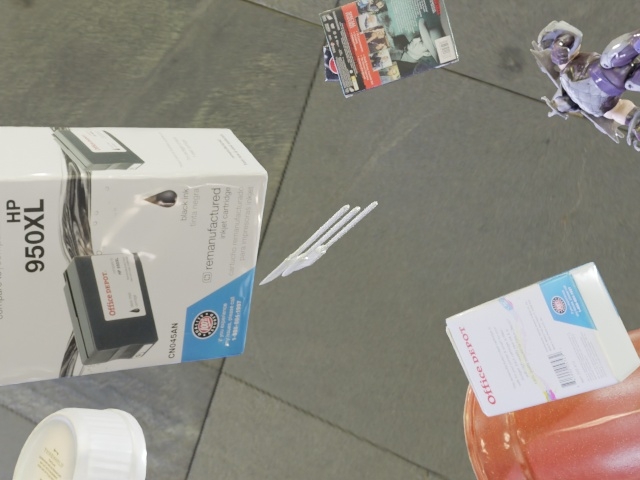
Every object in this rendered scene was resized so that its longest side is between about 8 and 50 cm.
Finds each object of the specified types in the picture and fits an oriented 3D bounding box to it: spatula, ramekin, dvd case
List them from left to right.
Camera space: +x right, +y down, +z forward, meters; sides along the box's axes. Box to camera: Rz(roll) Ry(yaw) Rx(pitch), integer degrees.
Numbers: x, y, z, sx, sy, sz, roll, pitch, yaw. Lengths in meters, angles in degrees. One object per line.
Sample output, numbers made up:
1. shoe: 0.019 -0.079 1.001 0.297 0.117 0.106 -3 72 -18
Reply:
1. ramekin: -0.455 0.436 1.391 0.273 0.127 0.273 -22 55 35
2. spatula: 0.000 0.000 1.461 0.242 0.168 0.019 -43 74 27
3. dvd case: 0.068 -0.202 0.749 0.119 0.013 0.087 -16 108 11

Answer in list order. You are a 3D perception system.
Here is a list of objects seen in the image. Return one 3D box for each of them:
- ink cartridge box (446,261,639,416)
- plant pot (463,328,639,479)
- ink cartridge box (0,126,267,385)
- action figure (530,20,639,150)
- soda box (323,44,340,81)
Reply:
1. ink cartridge box: 0.174 0.081 0.604 0.122 0.052 0.088 -29 80 41
2. plant pot: 0.379 0.243 0.986 0.265 0.272 0.272 -34 88 45
3. ink cartridge box: -0.292 0.014 0.965 0.166 0.395 0.285 48 135 52
4. action figure: 0.336 -0.191 0.833 0.185 0.285 0.099 34 71 -11
5. soda box: 0.066 -0.305 1.240 0.053 0.169 0.060 8 115 27
